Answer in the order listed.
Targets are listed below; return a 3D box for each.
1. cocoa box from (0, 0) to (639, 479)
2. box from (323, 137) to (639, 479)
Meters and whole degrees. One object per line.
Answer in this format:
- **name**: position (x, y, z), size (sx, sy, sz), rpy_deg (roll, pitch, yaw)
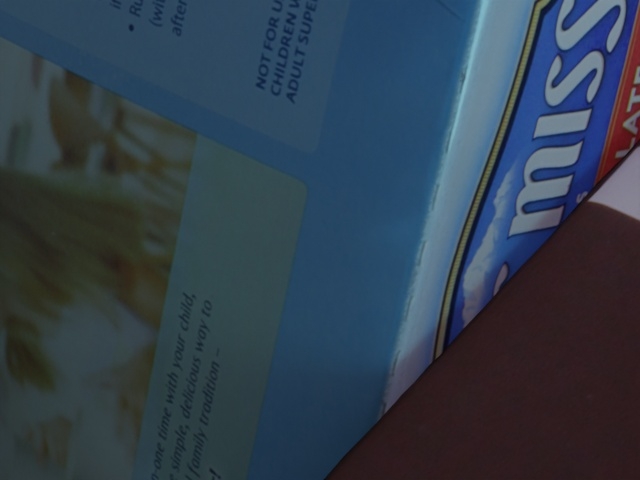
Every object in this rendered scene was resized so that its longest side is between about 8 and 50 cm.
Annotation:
- **cocoa box**: position (0.000, 0.000, 0.603), size (0.228, 0.231, 0.347), rpy_deg (-13, 122, -49)
- **box**: position (0.135, 0.075, 0.458), size (0.381, 0.191, 0.143), rpy_deg (-47, 141, -21)
